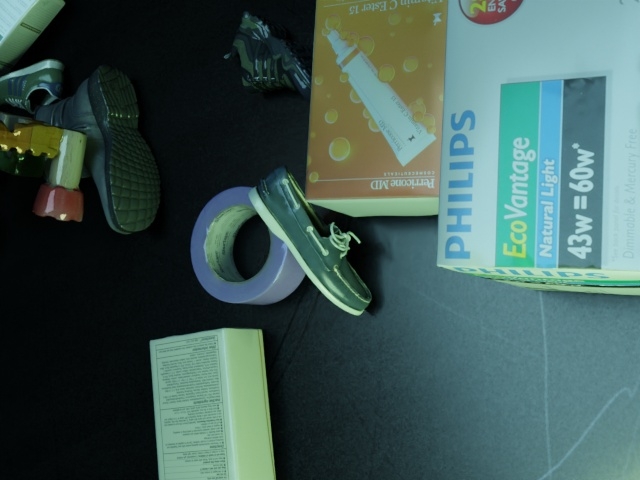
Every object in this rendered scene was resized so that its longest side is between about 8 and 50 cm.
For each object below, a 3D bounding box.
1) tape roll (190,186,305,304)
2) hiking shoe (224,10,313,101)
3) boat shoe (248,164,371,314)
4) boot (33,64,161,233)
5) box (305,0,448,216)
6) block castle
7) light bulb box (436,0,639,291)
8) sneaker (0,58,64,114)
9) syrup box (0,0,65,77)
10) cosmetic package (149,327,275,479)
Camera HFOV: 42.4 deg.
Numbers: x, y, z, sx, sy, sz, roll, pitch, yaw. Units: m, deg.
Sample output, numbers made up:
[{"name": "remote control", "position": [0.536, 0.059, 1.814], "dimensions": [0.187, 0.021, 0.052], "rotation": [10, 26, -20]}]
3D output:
[{"name": "tape roll", "position": [-0.114, 0.010, 1.348], "dimensions": [0.189, 0.080, 0.189], "rotation": [-4, 82, 28]}, {"name": "hiking shoe", "position": [-0.071, -0.280, 1.372], "dimensions": [0.227, 0.086, 0.114], "rotation": [49, 121, 30]}, {"name": "boat shoe", "position": [0.000, 0.000, 1.239], "dimensions": [0.079, 0.095, 0.254], "rotation": [-38, 95, 14]}, {"name": "boot", "position": [-0.424, -0.136, 1.537], "dimensions": [0.222, 0.118, 0.338], "rotation": [-26, 65, 31]}, {"name": "box", "position": [0.116, -0.215, 1.199], "dimensions": [0.215, 0.168, 0.346], "rotation": [0, 84, 29]}, {"name": "block castle", "position": [-0.651, -0.137, 1.482], "dimensions": [0.453, 0.303, 0.213], "rotation": [18, 98, 44]}, {"name": "light bulb box", "position": [0.309, -0.122, 0.970], "dimensions": [0.225, 0.361, 0.358], "rotation": [0, 84, 29]}, {"name": "sneaker", "position": [-0.593, -0.291, 1.658], "dimensions": [0.192, 0.064, 0.086], "rotation": [-17, 71, 22]}, {"name": "syrup box", "position": [-0.635, -0.428, 1.653], "dimensions": [0.093, 0.096, 0.237], "rotation": [43, 96, 5]}, {"name": "cosmetic package", "position": [-0.171, 0.303, 1.324], "dimensions": [0.160, 0.113, 0.310], "rotation": [-11, 79, 28]}]
